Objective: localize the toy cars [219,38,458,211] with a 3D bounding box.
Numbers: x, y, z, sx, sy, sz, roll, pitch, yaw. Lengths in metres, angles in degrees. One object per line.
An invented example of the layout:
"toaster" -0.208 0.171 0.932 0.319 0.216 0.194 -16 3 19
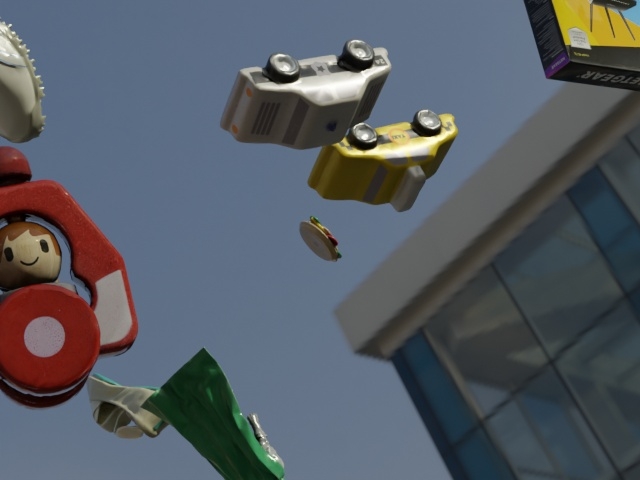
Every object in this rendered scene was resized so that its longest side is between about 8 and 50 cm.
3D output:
"toy cars" 0.043 -0.110 1.494 0.176 0.087 0.393 -39 -28 11

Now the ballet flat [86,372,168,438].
"ballet flat" -0.286 0.243 1.956 0.086 0.086 0.248 0 0 -33

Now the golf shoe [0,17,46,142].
"golf shoe" -0.254 -0.134 0.915 0.069 0.176 0.086 -9 24 42

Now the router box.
"router box" 0.313 -0.239 1.515 0.179 0.133 0.046 2 -24 -34

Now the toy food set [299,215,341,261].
"toy food set" 0.000 0.000 2.095 0.020 0.083 0.082 -43 -3 -20

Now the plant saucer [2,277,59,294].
"plant saucer" -0.383 0.063 1.810 0.083 0.015 0.083 -17 -62 -35

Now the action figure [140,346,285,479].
"action figure" -0.118 0.265 1.802 0.137 0.232 0.063 -43 -4 29

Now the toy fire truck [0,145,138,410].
"toy fire truck" -0.335 0.041 1.272 0.302 0.254 0.169 -12 -9 -15
